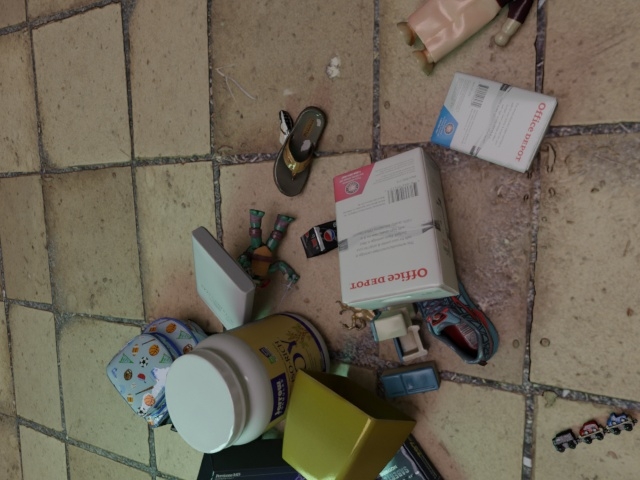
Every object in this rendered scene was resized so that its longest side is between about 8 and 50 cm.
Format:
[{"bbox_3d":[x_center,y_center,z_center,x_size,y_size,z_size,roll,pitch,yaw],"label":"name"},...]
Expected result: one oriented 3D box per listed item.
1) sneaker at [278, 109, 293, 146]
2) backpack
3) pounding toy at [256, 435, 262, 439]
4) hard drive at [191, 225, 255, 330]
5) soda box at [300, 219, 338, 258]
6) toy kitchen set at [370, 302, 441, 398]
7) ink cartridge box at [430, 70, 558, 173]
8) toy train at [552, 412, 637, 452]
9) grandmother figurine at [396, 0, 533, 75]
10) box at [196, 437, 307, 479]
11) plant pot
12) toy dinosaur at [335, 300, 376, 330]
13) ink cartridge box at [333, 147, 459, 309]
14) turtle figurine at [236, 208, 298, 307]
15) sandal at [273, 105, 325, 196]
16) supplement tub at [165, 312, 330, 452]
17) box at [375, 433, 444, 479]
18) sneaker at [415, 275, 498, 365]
[{"bbox_3d":[-0.087,-0.264,1.144,0.044,0.040,0.109,-15,89,31],"label":"sneaker"},{"bbox_3d":[-0.431,0.347,1.304,0.276,0.213,0.263,40,84,16],"label":"backpack"},{"bbox_3d":[-0.217,0.479,1.210,0.094,0.206,0.181,27,108,23],"label":"pounding toy"},{"bbox_3d":[-0.247,0.122,1.182,0.203,0.040,0.307,45,149,17],"label":"hard drive"},{"bbox_3d":[0.000,0.000,1.061,0.053,0.169,0.060,-17,86,-14],"label":"soda box"},{"bbox_3d":[0.157,0.244,0.983,0.122,0.166,0.207,-18,91,21],"label":"toy kitchen set"},{"bbox_3d":[0.329,-0.225,0.895,0.190,0.082,0.139,25,108,23],"label":"ink cartridge box"},{"bbox_3d":[0.519,0.364,0.895,0.158,0.027,0.036,-35,68,28],"label":"toy train"},{"bbox_3d":[0.312,-0.472,0.873,0.342,0.104,0.208,-28,110,26],"label":"grandmother figurine"},{"bbox_3d":[-0.168,0.599,1.165,0.103,0.261,0.184,41,118,60],"label":"box"},{"bbox_3d":[0.043,0.416,1.003,0.212,0.212,0.187,22,84,39],"label":"plant pot"},{"bbox_3d":[0.095,0.170,1.089,0.183,0.053,0.092,42,112,18],"label":"toy dinosaur"},{"bbox_3d":[0.146,-0.014,0.950,0.207,0.117,0.283,-15,67,29],"label":"ink cartridge box"},{"bbox_3d":[-0.144,0.046,1.157,0.118,0.175,0.234,14,95,45],"label":"turtle figurine"},{"bbox_3d":[-0.046,-0.206,1.100,0.090,0.060,0.219,23,105,-17],"label":"sandal"},{"bbox_3d":[-0.157,0.312,1.077,0.241,0.331,0.241,4,98,33],"label":"supplement tub"},{"bbox_3d":[0.152,0.558,1.100,0.232,0.059,0.183,-42,76,27],"label":"box"},{"bbox_3d":[0.256,0.139,0.954,0.262,0.125,0.104,48,115,15],"label":"sneaker"}]
